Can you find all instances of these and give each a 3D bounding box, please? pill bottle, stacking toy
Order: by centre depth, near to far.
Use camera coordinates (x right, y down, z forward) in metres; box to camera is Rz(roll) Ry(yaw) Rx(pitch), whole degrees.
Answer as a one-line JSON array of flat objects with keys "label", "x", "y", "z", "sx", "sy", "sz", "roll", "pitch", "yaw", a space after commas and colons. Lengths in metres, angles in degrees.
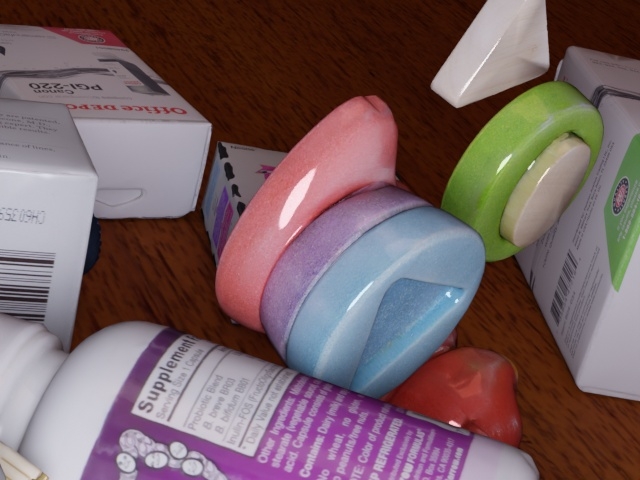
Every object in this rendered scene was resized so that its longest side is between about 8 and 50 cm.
[{"label": "pill bottle", "x": -0.056, "y": 0.139, "z": 0.783, "sx": 0.302, "sy": 0.169, "sz": 0.169, "roll": 18, "pitch": 24, "yaw": 7}, {"label": "stacking toy", "x": 0.097, "y": 0.017, "z": 0.937, "sx": 0.130, "sy": 0.279, "sz": 0.309, "roll": 42, "pitch": -5, "yaw": 27}]

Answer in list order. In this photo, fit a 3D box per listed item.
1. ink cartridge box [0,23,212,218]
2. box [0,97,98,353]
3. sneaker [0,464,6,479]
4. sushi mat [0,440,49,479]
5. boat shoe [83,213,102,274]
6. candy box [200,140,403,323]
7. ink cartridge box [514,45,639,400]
[{"label": "ink cartridge box", "x": -0.213, "y": -0.105, "z": 1.329, "sx": 0.159, "sy": 0.092, "sz": 0.218, "roll": -2, "pitch": 31, "yaw": -34}, {"label": "box", "x": -0.243, "y": 0.010, "z": 0.939, "sx": 0.182, "sy": 0.181, "sz": 0.119, "roll": 4, "pitch": 23, "yaw": -21}, {"label": "sneaker", "x": -0.278, "y": 0.120, "z": 0.670, "sx": 0.297, "sy": 0.111, "sz": 0.129, "roll": -10, "pitch": 10, "yaw": 3}, {"label": "sushi mat", "x": -0.276, "y": 0.105, "z": 0.760, "sx": 0.317, "sy": 0.151, "sz": 0.019, "roll": 28, "pitch": 1, "yaw": 28}, {"label": "boat shoe", "x": -0.252, "y": -0.050, "z": 1.167, "sx": 0.258, "sy": 0.109, "sz": 0.089, "roll": 31, "pitch": 25, "yaw": 28}, {"label": "candy box", "x": 0.000, "y": 0.000, "z": 1.247, "sx": 0.165, "sy": 0.070, "sz": 0.196, "roll": 8, "pitch": 25, "yaw": -17}, {"label": "ink cartridge box", "x": 0.258, "y": -0.019, "z": 1.285, "sx": 0.115, "sy": 0.198, "sz": 0.273, "roll": 11, "pitch": 24, "yaw": -11}]
